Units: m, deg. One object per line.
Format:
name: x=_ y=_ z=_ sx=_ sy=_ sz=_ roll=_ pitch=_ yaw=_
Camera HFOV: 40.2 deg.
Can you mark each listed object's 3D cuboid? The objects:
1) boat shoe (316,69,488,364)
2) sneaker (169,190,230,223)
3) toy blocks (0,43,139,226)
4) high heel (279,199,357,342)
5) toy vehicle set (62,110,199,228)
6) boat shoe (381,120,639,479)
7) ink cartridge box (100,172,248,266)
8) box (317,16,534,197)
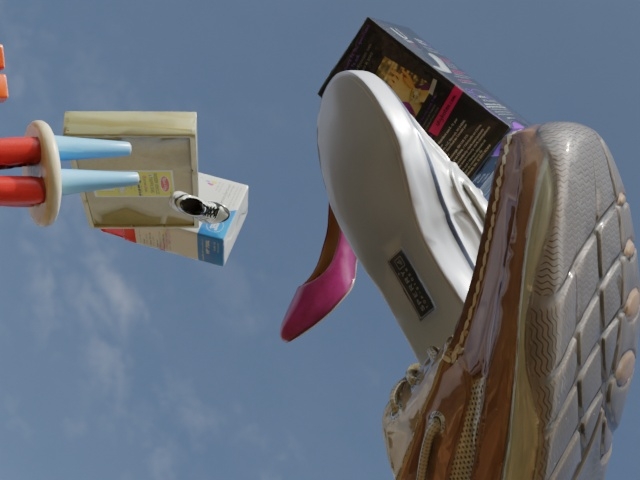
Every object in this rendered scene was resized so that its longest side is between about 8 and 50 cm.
boat shoe: x=0.080 y=-0.004 z=0.609 sx=0.095 sy=0.084 sz=0.258 roll=-36 pitch=-108 yaw=50
sneaker: x=-0.147 y=-0.037 z=1.091 sx=0.037 sy=0.083 sz=0.031 roll=25 pitch=-81 yaw=58
toy blocks: x=-0.173 y=-0.058 z=0.427 sx=0.054 sy=0.148 sz=0.123 roll=-58 pitch=-132 yaw=43
high heel: x=0.000 y=0.000 z=1.585 sx=0.181 sy=0.377 sz=0.127 roll=42 pitch=-26 yaw=-10
toy vehicle set: x=-0.254 y=-0.091 z=1.221 sx=0.166 sy=0.035 sz=0.267 roll=0 pitch=-26 yaw=-7
boat shoe: x=0.086 y=0.098 z=0.456 sx=0.116 sy=0.123 sz=0.324 roll=8 pitch=-87 yaw=38
ink cartridge box: x=-0.255 y=-0.054 z=1.519 sx=0.231 sy=0.134 sz=0.078 roll=15 pitch=-39 yaw=6
box: x=0.159 y=-0.192 z=1.300 sx=0.270 sy=0.165 sz=0.143 roll=43 pitch=-67 yaw=17
